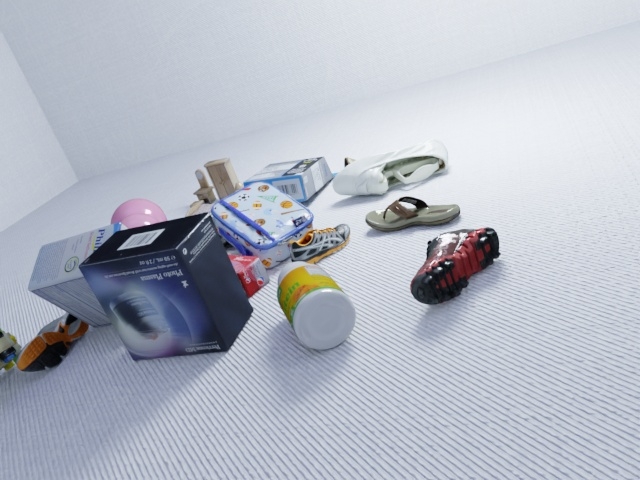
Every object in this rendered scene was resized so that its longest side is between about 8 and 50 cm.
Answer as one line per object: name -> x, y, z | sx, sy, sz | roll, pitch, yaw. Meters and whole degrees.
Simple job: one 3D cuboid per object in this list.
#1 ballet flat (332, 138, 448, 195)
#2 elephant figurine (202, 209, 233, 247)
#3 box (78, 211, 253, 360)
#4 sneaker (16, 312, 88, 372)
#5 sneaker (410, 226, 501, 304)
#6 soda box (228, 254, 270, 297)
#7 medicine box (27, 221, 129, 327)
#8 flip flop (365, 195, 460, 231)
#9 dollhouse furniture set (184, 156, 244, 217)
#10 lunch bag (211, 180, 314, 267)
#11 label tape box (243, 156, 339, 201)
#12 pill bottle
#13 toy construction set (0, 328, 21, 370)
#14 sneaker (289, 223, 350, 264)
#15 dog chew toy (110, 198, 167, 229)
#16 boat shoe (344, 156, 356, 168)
ballet flat -> 0.235, -0.224, 2.024 | 0.400, 0.139, 0.139 | -19, 22, 2
elephant figurine -> -0.309, -0.039, 2.052 | 0.239, 0.186, 0.169 | -26, -23, -40
box -> -0.367, 0.120, 1.499 | 0.296, 0.294, 0.183 | -10, 27, 24
sneaker -> -0.772, 0.295, 1.735 | 0.121, 0.099, 0.262 | -22, 14, 23
sneaker -> 0.276, 0.054, 1.362 | 0.276, 0.098, 0.135 | -33, 26, -33
soda box -> -0.272, 0.097, 1.753 | 0.263, 0.084, 0.092 | 1, 30, 43
medicine box -> -0.599, 0.106, 1.719 | 0.289, 0.263, 0.149 | -15, 54, 19
flip flop -> 0.254, -0.086, 1.723 | 0.277, 0.080, 0.112 | -4, 27, 35
dollhouse furniture set -> -0.477, -0.176, 2.440 | 0.303, 0.174, 0.355 | -6, 26, 32
lunch bag -> -0.176, -0.050, 1.865 | 0.243, 0.115, 0.303 | -31, 47, -30
label tape box -> -0.103, -0.237, 2.290 | 0.240, 0.106, 0.334 | -5, 21, 25
pill bottle -> -0.022, 0.133, 1.382 | 0.136, 0.136, 0.246 | -24, 22, -9
toy construction set -> -0.907, 0.346, 1.603 | 0.215, 0.151, 0.328 | -37, 18, 18
sneaker -> 0.000, 0.000, 1.743 | 0.214, 0.083, 0.084 | -33, 23, -31
dog chew toy -> -0.653, -0.018, 2.212 | 0.206, 0.207, 0.332 | -22, 31, -4
boat shoe -> 0.139, -0.260, 2.265 | 0.072, 0.068, 0.190 | -11, 31, -9
